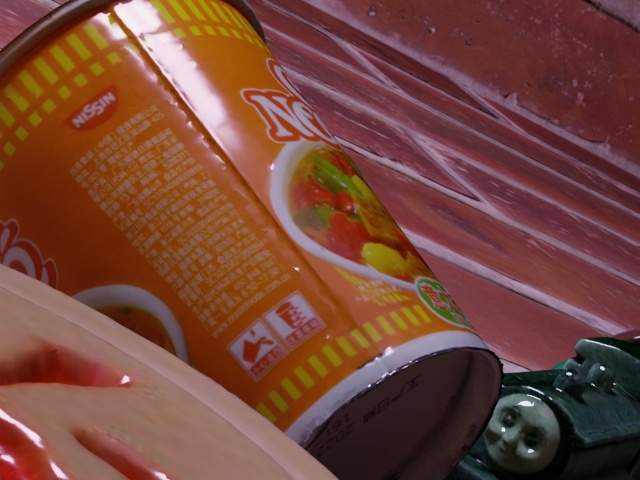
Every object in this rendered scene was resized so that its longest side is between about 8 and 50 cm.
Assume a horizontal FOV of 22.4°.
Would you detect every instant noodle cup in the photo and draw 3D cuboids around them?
[{"bbox_3d":[-0.036,0.020,0.596,0.185,0.168,0.168,47,19,30],"label":"instant noodle cup"}]

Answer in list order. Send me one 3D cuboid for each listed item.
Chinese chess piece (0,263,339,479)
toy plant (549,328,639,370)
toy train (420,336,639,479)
[{"bbox_3d":[-0.084,0.080,0.336,0.250,0.097,0.251,29,11,-6],"label":"Chinese chess piece"},{"bbox_3d":[0.180,0.112,0.851,0.143,0.105,0.200,47,33,9],"label":"toy plant"},{"bbox_3d":[0.094,0.095,0.671,0.071,0.111,0.170,31,11,24],"label":"toy train"}]
